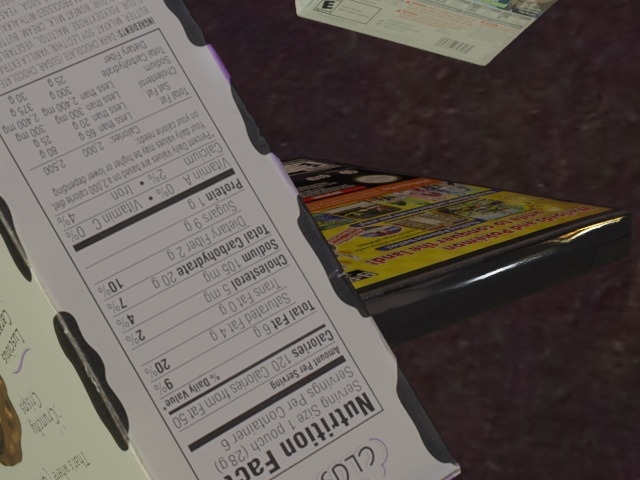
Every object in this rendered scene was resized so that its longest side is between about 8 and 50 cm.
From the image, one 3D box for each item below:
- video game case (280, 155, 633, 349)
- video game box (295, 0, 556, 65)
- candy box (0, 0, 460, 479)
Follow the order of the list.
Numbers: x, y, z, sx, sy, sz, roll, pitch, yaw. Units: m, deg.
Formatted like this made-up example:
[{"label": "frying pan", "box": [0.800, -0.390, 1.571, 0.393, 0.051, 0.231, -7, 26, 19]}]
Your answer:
[{"label": "video game case", "box": [0.000, 0.000, 0.861, 0.275, 0.248, 0.035, -15, 111, -50]}, {"label": "video game box", "box": [0.110, -0.232, 1.285, 0.205, 0.187, 0.048, 11, 60, -31]}, {"label": "candy box", "box": [-0.072, 0.008, 0.408, 0.070, 0.165, 0.196, -29, 86, -29]}]
